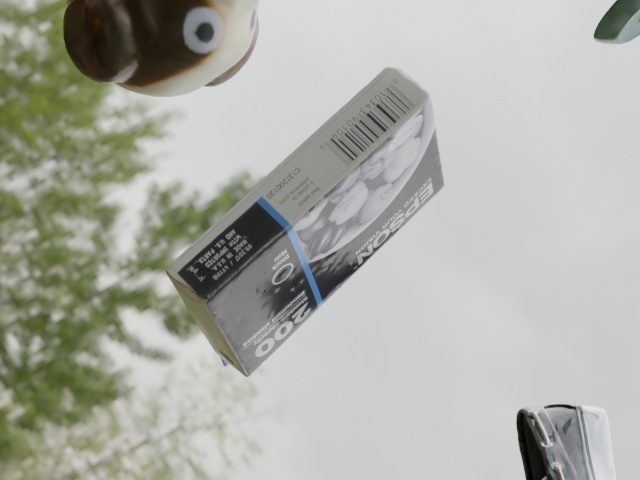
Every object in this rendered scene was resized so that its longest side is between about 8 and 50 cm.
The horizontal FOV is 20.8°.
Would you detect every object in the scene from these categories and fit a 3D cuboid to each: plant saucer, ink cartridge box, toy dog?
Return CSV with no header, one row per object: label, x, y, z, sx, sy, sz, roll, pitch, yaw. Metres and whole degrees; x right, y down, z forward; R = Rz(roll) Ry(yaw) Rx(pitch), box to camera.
plant saucer,0.348,-0.250,1.883,0.021,0.119,0.119,51,-23,16
ink cartridge box,0.000,0.000,1.214,0.045,0.206,0.208,43,-10,20
toy dog,-0.201,-0.330,1.667,0.408,0.395,0.284,60,22,17

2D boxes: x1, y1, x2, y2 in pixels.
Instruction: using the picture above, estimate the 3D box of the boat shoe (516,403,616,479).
boat shoe,0.235,0.272,1.682,0.301,0.102,0.108,-89,-174,-48
